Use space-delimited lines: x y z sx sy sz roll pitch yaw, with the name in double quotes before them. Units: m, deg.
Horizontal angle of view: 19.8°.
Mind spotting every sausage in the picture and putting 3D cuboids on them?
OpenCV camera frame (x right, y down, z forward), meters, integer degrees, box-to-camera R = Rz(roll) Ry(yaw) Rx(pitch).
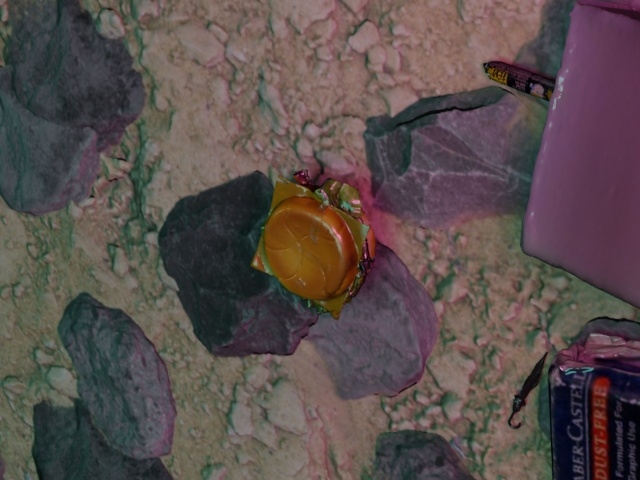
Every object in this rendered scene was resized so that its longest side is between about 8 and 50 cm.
"sausage" 0.262 -0.161 2.032 0.198 0.025 0.028 27 122 27

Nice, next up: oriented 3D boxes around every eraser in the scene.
"eraser" 0.345 0.278 2.113 0.155 0.101 0.332 11 115 35

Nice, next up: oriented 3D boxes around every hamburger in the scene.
"hamburger" 0.003 -0.001 2.260 0.164 0.093 0.189 41 131 14

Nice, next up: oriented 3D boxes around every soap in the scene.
"soap" 0.349 -0.073 1.852 0.296 0.107 0.285 31 112 49

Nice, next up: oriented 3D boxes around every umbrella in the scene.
"umbrella" 0.246 0.179 2.204 0.022 0.013 0.122 25 123 13
